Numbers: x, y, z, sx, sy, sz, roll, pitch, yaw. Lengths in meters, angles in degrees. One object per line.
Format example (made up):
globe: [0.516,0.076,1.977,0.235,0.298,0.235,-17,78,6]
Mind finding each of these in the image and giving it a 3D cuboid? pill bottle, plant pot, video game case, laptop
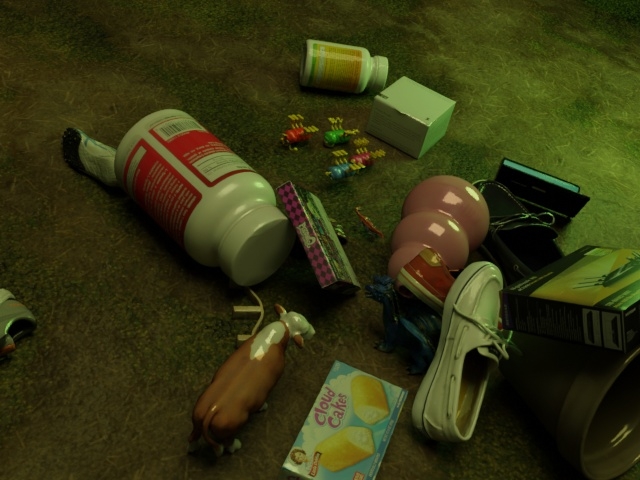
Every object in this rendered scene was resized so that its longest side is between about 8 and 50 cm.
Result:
pill bottle: [-0.246,-0.091,1.734,0.229,0.229,0.407,-25,53,-36]
plant pot: [0.506,0.249,1.556,0.323,0.323,0.280,-16,34,-31]
pill bottle: [0.068,-0.508,2.369,0.245,0.136,0.136,6,42,-10]
video game case: [0.000,0.000,1.695,0.041,0.210,0.232,-28,76,11]
laptop: [0.596,-0.168,2.145,0.234,0.264,0.137,22,78,9]

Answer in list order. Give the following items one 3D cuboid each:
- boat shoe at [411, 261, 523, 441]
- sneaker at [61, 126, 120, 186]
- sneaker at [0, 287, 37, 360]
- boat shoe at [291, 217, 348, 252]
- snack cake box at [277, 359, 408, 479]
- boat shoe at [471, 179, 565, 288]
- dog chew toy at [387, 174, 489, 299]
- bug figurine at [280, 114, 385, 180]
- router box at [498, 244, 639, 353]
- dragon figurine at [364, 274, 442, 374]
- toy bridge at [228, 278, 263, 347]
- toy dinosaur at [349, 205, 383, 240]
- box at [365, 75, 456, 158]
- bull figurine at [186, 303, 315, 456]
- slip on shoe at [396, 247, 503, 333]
boat shoe: [0.300,0.206,1.509,0.136,0.156,0.367,39,66,-31]
sneaker: [-0.525,-0.194,1.897,0.237,0.085,0.086,34,17,26]
sneaker: [-0.616,0.190,1.419,0.108,0.100,0.271,30,43,9]
boat shoe: [-0.035,-0.006,1.826,0.207,0.073,0.073,-9,44,-25]
snack cake box: [0.041,0.356,1.433,0.152,0.089,0.264,23,41,8]
boat shoe: [0.480,0.003,1.910,0.186,0.156,0.500,1,41,-13]
dog chew toy: [0.254,0.002,1.816,0.206,0.207,0.332,25,49,11]
bug figurine: [0.035,-0.238,2.107,0.216,0.072,0.279,-14,44,-37]
router box: [0.516,0.096,1.461,0.308,0.081,0.243,-21,18,-39]
dragon figurine: [0.195,0.187,1.623,0.289,0.144,0.085,36,46,23]
toy bridge: [-0.150,0.148,1.655,0.063,0.026,0.188,2,41,-16]
toy dinosaur: [0.114,-0.046,1.917,0.047,0.090,0.082,-39,107,-32]
box: [0.254,-0.348,2.260,0.181,0.119,0.182,31,44,17]
bull figurine: [-0.126,0.251,1.423,0.101,0.188,0.310,31,43,17]
slip on shoe: [0.293,0.114,1.668,0.331,0.101,0.123,33,9,-38]
